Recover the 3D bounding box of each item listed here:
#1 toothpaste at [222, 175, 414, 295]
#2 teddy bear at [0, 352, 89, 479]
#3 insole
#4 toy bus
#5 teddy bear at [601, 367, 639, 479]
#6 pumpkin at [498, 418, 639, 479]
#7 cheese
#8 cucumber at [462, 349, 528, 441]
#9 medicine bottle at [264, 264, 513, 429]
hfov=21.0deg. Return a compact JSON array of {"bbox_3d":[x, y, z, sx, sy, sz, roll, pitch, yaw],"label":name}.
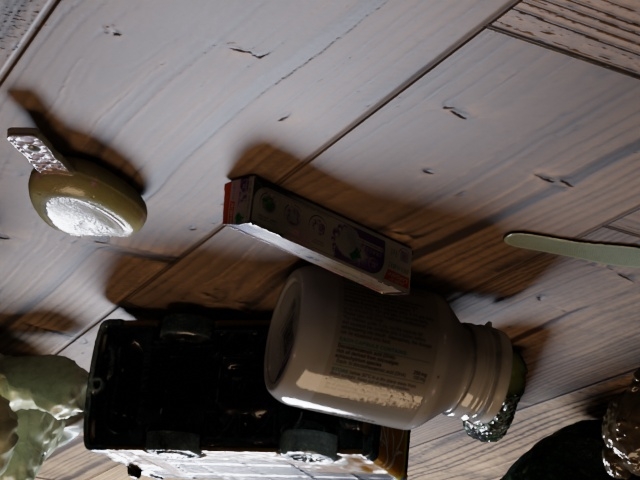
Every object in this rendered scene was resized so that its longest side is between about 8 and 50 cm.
[{"bbox_3d":[0.000,0.000,1.490,0.196,0.047,0.040,24,152,-38],"label":"toothpaste"},{"bbox_3d":[-0.388,0.260,1.999,0.327,0.375,0.362,-32,130,0],"label":"teddy bear"},{"bbox_3d":[0.233,0.009,1.487,0.153,0.002,0.053,10,161,-4],"label":"insole"},{"bbox_3d":[-0.068,0.171,1.828,0.323,0.162,0.194,-2,161,21],"label":"toy bus"},{"bbox_3d":[0.378,0.192,1.742,0.190,0.177,0.140,11,-163,-17],"label":"teddy bear"},{"bbox_3d":[0.342,0.304,1.946,0.293,0.197,0.263,-6,-142,-43],"label":"pumpkin"},{"bbox_3d":[-0.214,-0.052,1.446,0.097,0.037,0.192,1,159,15],"label":"cheese"},{"bbox_3d":[0.185,0.182,1.899,0.067,0.067,0.293,7,161,4],"label":"cucumber"},{"bbox_3d":[0.066,0.107,1.630,0.215,0.135,0.135,13,160,-14],"label":"medicine bottle"}]
